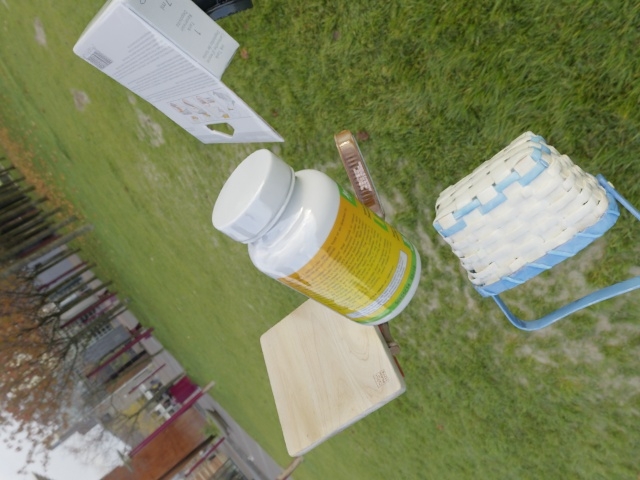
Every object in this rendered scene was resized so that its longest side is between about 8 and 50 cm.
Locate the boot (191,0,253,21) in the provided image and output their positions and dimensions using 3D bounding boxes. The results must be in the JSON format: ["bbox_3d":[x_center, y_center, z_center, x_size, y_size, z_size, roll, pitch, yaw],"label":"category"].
[{"bbox_3d":[-0.261,-0.489,0.719,0.094,0.247,0.207,46,159,57],"label":"boot"}]

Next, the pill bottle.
[{"bbox_3d":[0.000,0.000,0.496,0.246,0.136,0.136,33,163,-33],"label":"pill bottle"}]

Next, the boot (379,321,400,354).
[{"bbox_3d":[0.135,0.199,0.846,0.118,0.042,0.087,102,168,-58],"label":"boot"}]

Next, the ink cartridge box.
[{"bbox_3d":[-0.213,-0.252,0.628,0.261,0.066,0.296,33,168,-40],"label":"ink cartridge box"}]

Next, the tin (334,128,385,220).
[{"bbox_3d":[0.077,-0.118,0.768,0.106,0.040,0.189,-58,-54,-80],"label":"tin"}]

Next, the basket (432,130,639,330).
[{"bbox_3d":[0.343,-0.006,0.630,0.289,0.201,0.255,49,124,-4],"label":"basket"}]

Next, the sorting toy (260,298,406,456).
[{"bbox_3d":[0.024,0.242,0.804,0.089,0.255,0.257,33,-155,-45],"label":"sorting toy"}]
